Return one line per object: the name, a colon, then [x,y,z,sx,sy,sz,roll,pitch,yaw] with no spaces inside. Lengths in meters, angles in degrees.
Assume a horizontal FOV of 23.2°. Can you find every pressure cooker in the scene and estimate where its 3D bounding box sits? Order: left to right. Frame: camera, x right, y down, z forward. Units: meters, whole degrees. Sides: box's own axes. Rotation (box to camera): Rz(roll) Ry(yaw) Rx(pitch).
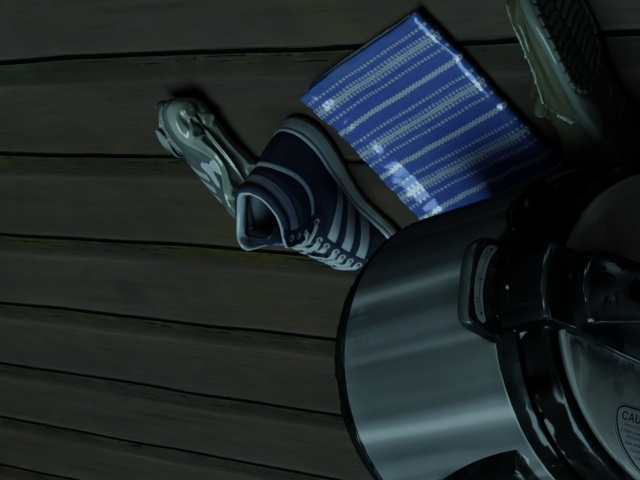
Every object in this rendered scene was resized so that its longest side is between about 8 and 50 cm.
pressure cooker: [0.260,0.110,1.575,0.420,0.370,0.375,-19,101,51]

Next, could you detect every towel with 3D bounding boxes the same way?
towel: [0.152,-0.092,1.791,0.336,0.040,0.243,46,145,-12]

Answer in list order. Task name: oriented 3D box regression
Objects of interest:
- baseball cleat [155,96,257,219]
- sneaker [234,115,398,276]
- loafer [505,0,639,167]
baseball cleat: [-0.139,-0.104,2.033,0.109,0.072,0.206,7,133,58]
sneaker: [0.000,0.000,1.935,0.099,0.153,0.282,-8,126,48]
loafer: [0.241,-0.160,1.577,0.087,0.094,0.251,-4,129,40]
